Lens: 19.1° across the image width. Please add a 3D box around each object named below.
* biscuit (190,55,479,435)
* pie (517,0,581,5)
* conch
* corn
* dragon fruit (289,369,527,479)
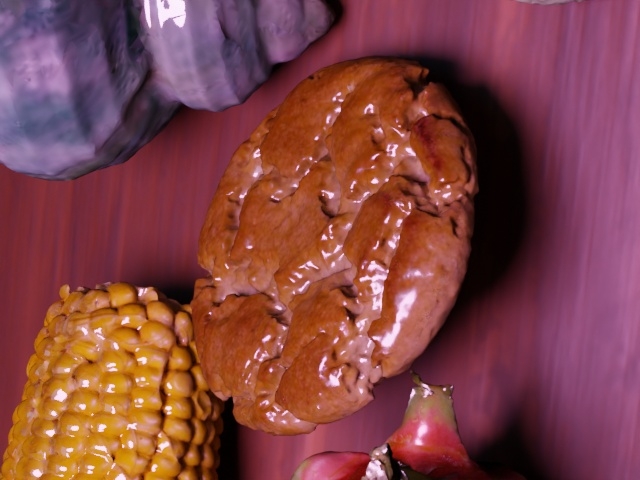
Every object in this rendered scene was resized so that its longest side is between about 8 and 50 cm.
[{"bbox_3d":[0.000,0.000,1.012,0.226,0.042,0.226,-31,47,40],"label":"biscuit"},{"bbox_3d":[0.121,-0.263,0.947,0.302,0.067,0.302,3,95,35],"label":"pie"},{"bbox_3d":[-0.130,-0.140,1.054,0.277,0.195,0.220,13,93,-4],"label":"conch"},{"bbox_3d":[-0.130,0.221,1.084,0.144,0.144,0.387,-2,72,37],"label":"corn"},{"bbox_3d":[0.043,0.148,0.947,0.135,0.236,0.137,-17,48,5],"label":"dragon fruit"}]
